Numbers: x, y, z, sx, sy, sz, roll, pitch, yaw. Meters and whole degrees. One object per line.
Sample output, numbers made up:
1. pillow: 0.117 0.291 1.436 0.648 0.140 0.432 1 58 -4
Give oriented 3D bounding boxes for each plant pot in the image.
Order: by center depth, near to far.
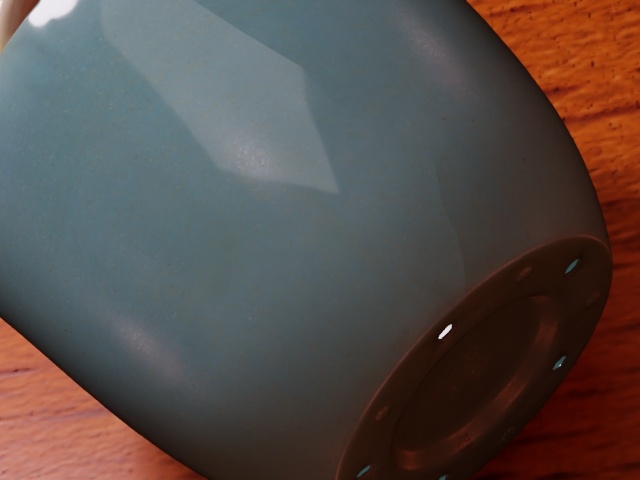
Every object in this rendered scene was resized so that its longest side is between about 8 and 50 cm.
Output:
1. plant pot: 0.000 0.000 0.949 0.293 0.293 0.235 -37 61 -16

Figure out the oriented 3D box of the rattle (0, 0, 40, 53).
1. rattle: -0.166 -0.146 1.273 0.143 0.130 0.199 -33 30 61
